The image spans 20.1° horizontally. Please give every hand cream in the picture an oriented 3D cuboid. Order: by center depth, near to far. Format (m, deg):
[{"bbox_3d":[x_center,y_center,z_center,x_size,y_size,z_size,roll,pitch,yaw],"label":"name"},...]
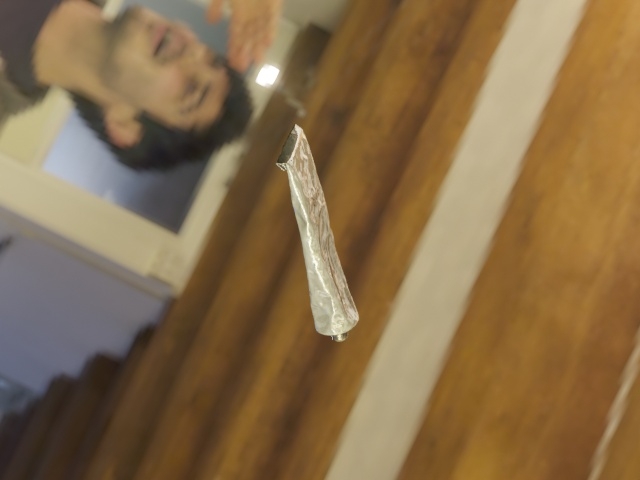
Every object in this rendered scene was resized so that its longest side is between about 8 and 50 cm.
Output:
[{"bbox_3d":[0.000,0.000,0.741,0.030,0.019,0.093,-64,147,-57],"label":"hand cream"}]
